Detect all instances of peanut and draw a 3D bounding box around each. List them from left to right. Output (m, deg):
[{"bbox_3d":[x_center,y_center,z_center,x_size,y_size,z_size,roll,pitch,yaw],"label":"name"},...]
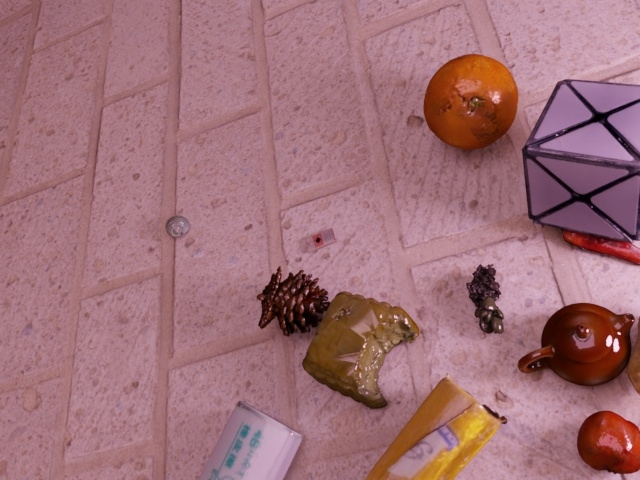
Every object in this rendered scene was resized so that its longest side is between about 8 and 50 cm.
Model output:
[{"bbox_3d":[0.672,0.213,1.279,0.098,0.103,0.229,5,67,45],"label":"peanut"}]

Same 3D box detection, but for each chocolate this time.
[{"bbox_3d":[0.195,0.497,1.345,0.162,0.162,0.445,37,84,36],"label":"chocolate"}]

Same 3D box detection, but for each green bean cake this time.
[{"bbox_3d":[0.094,0.255,1.543,0.233,0.124,0.236,17,71,32],"label":"green bean cake"}]

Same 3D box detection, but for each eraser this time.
[{"bbox_3d":[-0.182,0.549,1.522,0.189,0.104,0.290,18,72,28],"label":"eraser"}]

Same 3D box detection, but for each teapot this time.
[{"bbox_3d":[0.533,0.216,1.351,0.252,0.135,0.178,-24,51,10],"label":"teapot"}]

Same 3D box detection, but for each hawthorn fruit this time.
[{"bbox_3d":[0.564,0.392,1.249,0.128,0.128,0.128,-12,58,19],"label":"hawthorn fruit"}]

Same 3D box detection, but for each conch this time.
[{"bbox_3d":[-0.453,-0.051,2.026,0.076,0.056,0.085,-28,54,-7],"label":"conch"}]

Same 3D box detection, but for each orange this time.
[{"bbox_3d":[0.392,-0.361,1.685,0.246,0.246,0.246,-12,58,19],"label":"orange"}]

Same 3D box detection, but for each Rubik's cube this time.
[{"bbox_3d":[0.615,-0.182,1.435,0.255,0.259,0.260,13,54,32],"label":"Rubik's cube"}]

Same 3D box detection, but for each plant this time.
[{"bbox_3d":[0.387,0.138,1.501,0.085,0.087,0.174,-37,47,48],"label":"plant"}]

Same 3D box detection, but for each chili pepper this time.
[{"bbox_3d":[0.638,0.001,1.475,0.268,0.050,0.059,26,52,34],"label":"chili pepper"}]

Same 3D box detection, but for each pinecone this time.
[{"bbox_3d":[-0.071,0.160,1.660,0.195,0.150,0.179,-2,61,24],"label":"pinecone"}]

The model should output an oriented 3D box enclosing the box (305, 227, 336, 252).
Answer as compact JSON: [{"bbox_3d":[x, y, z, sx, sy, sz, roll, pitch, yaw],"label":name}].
[{"bbox_3d":[0.000,0.000,1.804,0.083,0.012,0.046,-23,55,12],"label":"box"}]
